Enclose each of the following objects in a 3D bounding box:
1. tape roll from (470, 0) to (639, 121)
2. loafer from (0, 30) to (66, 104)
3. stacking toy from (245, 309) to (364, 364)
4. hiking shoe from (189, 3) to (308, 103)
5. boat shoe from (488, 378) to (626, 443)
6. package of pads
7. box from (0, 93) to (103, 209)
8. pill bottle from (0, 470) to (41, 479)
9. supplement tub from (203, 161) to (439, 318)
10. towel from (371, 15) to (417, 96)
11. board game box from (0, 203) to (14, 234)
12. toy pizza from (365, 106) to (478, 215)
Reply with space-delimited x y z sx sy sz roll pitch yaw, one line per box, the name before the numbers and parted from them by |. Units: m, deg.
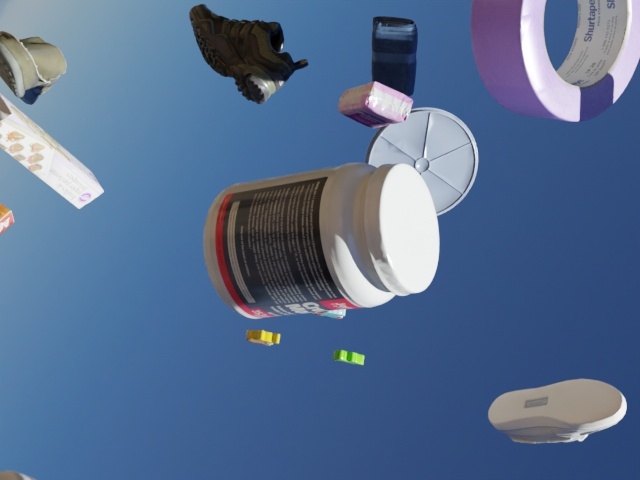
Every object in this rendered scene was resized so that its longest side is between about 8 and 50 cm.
tape roll | 0.329 -0.303 1.501 0.090 0.275 0.275 15 -112 48
loafer | -0.411 -0.254 1.540 0.087 0.094 0.251 -39 -172 -6
stacking toy | -0.015 0.120 1.965 0.052 0.221 0.167 -26 -128 63
hiking shoe | -0.117 -0.308 1.736 0.114 0.086 0.227 -34 -120 -15
boat shoe | 0.290 0.215 1.326 0.184 0.063 0.066 -19 -143 38
package of pads | 0.056 -0.141 1.152 0.032 0.050 0.083 -68 -160 -7
box | -0.514 -0.159 2.032 0.063 0.324 0.067 -37 -120 2
pill bottle | -0.275 0.370 1.243 0.153 0.265 0.153 -25 -133 31
supplement tub | 0.000 0.000 1.467 0.272 0.191 0.191 -8 -137 30
towel | 0.107 -0.266 1.598 0.029 0.067 0.119 -69 163 -51
board game box | -0.490 -0.051 1.203 0.145 0.281 0.027 -49 162 -29
toy pizza | 0.175 -0.135 1.922 0.201 0.201 0.032 -49 -161 10
